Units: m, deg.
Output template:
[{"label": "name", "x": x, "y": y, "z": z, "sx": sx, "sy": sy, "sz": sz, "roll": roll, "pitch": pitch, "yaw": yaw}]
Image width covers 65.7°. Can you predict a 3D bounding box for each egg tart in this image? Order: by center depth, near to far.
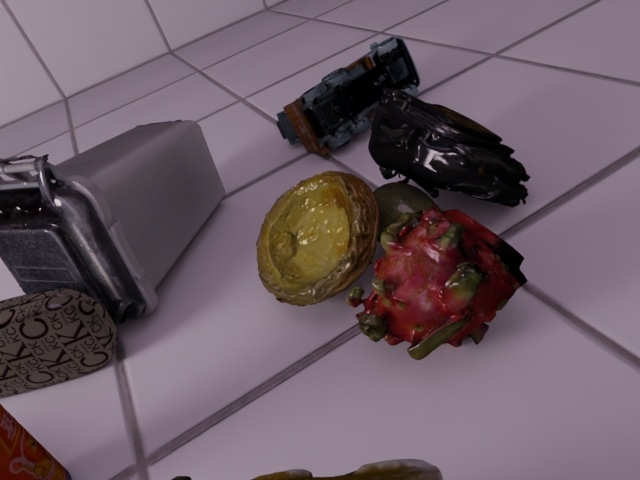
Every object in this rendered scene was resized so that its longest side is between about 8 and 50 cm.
[{"label": "egg tart", "x": 0.001, "y": 0.001, "z": 0.703, "sx": 0.212, "sy": 0.090, "sz": 0.213, "roll": -22, "pitch": 53, "yaw": 32}]

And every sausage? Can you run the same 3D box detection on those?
[{"label": "sausage", "x": -0.351, "y": 0.196, "z": 0.500, "sx": 0.074, "sy": 0.274, "sz": 0.074, "roll": -10, "pitch": 36, "yaw": 8}]

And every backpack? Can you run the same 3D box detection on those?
[{"label": "backpack", "x": 0.199, "y": -0.130, "z": 0.755, "sx": 0.206, "sy": 0.133, "sz": 0.258, "roll": -4, "pitch": 30, "yaw": -43}]

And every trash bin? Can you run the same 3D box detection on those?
[{"label": "trash bin", "x": -0.350, "y": -0.073, "z": 0.853, "sx": 0.255, "sy": 0.296, "sz": 0.368, "roll": -1, "pitch": 34, "yaw": 26}]

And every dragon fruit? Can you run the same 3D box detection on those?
[{"label": "dragon fruit", "x": 0.124, "y": 0.052, "z": 0.556, "sx": 0.160, "sy": 0.166, "sz": 0.172, "roll": 39, "pitch": 97, "yaw": 9}]

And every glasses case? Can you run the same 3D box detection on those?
[{"label": "glasses case", "x": -0.470, "y": 0.161, "z": 0.720, "sx": 0.354, "sy": 0.137, "sz": 0.085, "roll": -16, "pitch": 35, "yaw": 8}]

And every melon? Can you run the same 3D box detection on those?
[{"label": "melon", "x": 0.118, "y": -0.032, "z": 0.716, "sx": 0.098, "sy": 0.098, "sz": 0.130, "roll": -29, "pitch": 35, "yaw": -12}]

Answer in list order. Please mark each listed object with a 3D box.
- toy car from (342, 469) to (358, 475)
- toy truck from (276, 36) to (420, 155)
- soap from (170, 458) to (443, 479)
[{"label": "toy car", "x": -0.016, "y": 0.285, "z": 0.344, "sx": 0.301, "sy": 0.118, "sz": 0.193, "roll": -20, "pitch": 66, "yaw": -3}, {"label": "toy truck", "x": 0.069, "y": -0.326, "z": 1.096, "sx": 0.338, "sy": 0.133, "sz": 0.184, "roll": -38, "pitch": 23, "yaw": -18}, {"label": "soap", "x": -0.063, "y": 0.287, "z": 0.213, "sx": 0.293, "sy": 0.156, "sz": 0.335, "roll": -6, "pitch": 72, "yaw": 9}]
